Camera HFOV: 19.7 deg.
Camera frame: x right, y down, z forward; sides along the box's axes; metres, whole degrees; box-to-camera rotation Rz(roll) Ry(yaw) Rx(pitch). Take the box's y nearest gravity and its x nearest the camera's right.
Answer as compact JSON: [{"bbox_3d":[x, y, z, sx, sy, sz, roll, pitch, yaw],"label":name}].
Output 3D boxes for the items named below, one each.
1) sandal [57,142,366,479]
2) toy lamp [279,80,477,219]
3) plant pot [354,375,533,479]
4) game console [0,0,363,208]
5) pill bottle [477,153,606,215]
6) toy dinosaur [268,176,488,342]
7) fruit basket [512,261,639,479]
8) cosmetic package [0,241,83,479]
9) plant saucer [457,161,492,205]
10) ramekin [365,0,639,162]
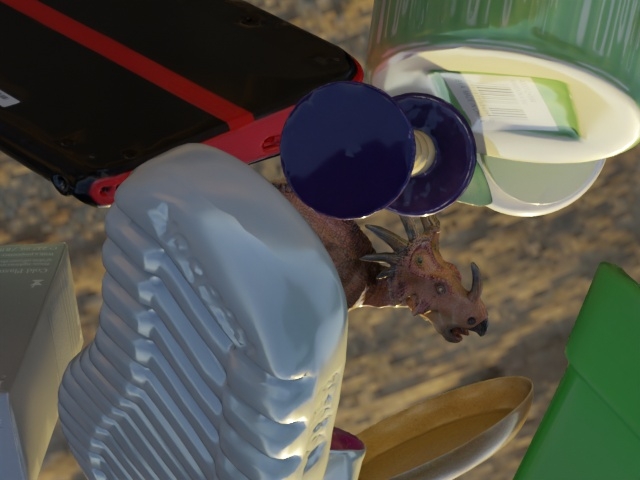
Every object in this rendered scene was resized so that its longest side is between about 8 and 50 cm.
[{"bbox_3d":[-0.036,0.078,0.910,0.102,0.169,0.416,-36,168,-24],"label":"sandal"},{"bbox_3d":[0.040,-0.049,1.055,0.080,0.080,0.274,-28,175,13],"label":"toy lamp"},{"bbox_3d":[0.089,0.189,1.665,0.236,0.032,0.236,-24,-173,3],"label":"plant pot"},{"bbox_3d":[-0.188,-0.151,1.609,0.342,0.386,0.060,-25,131,-40],"label":"game console"},{"bbox_3d":[0.218,-0.131,2.061,0.181,0.323,0.182,-1,102,-5],"label":"pill bottle"},{"bbox_3d":[0.000,0.000,1.663,0.295,0.127,0.200,24,147,-29],"label":"toy dinosaur"},{"bbox_3d":[0.271,0.130,0.605,0.392,0.283,0.392,-14,126,-20],"label":"fruit basket"},{"bbox_3d":[-0.264,0.099,1.403,0.127,0.238,0.107,-4,114,3],"label":"cosmetic package"},{"bbox_3d":[0.095,-0.097,1.864,0.195,0.195,0.037,13,111,-40],"label":"plant saucer"},{"bbox_3d":[0.186,-0.188,1.712,0.303,0.148,0.303,12,162,4],"label":"ramekin"}]
